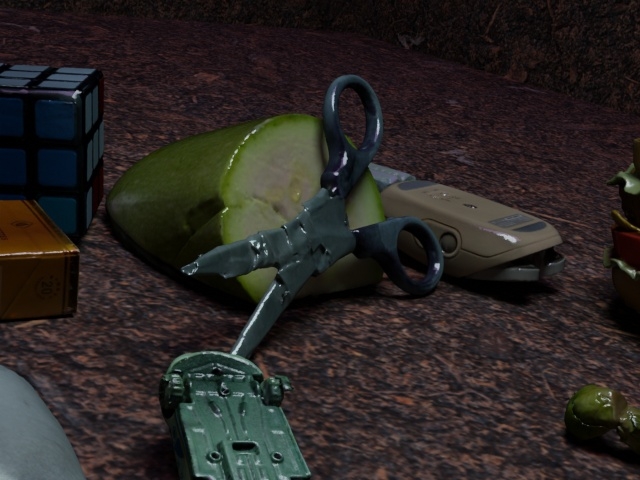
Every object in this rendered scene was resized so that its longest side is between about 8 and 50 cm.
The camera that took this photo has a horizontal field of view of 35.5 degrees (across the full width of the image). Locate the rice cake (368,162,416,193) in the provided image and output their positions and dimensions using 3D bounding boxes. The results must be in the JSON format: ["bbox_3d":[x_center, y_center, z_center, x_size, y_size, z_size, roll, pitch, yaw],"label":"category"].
[{"bbox_3d":[0.025,-0.106,1.495,0.226,0.040,0.085,18,19,23],"label":"rice cake"}]

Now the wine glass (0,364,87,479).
[{"bbox_3d":[-0.147,0.167,0.420,0.143,0.144,0.321,2,19,-22],"label":"wine glass"}]

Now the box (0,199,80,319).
[{"bbox_3d":[-0.351,0.016,0.887,0.237,0.070,0.152,-1,20,-33],"label":"box"}]

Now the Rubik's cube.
[{"bbox_3d":[-0.325,-0.101,1.087,0.160,0.162,0.163,3,17,-5],"label":"Rubik's cube"}]

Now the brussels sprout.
[{"bbox_3d":[0.244,0.148,0.822,0.083,0.051,0.046,15,57,18],"label":"brussels sprout"}]

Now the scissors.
[{"bbox_3d":[0.000,0.000,0.978,0.029,0.256,0.383,-16,15,37],"label":"scissors"}]

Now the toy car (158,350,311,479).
[{"bbox_3d":[-0.056,0.144,0.666,0.093,0.058,0.186,3,31,-22],"label":"toy car"}]

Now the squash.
[{"bbox_3d":[-0.116,-0.022,1.141,0.233,0.210,0.309,-10,-2,-43],"label":"squash"}]

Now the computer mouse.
[{"bbox_3d":[0.173,-0.006,1.200,0.236,0.082,0.145,23,22,31],"label":"computer mouse"}]

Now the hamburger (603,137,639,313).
[{"bbox_3d":[0.443,0.005,1.095,0.274,0.212,0.274,6,11,-1],"label":"hamburger"}]
